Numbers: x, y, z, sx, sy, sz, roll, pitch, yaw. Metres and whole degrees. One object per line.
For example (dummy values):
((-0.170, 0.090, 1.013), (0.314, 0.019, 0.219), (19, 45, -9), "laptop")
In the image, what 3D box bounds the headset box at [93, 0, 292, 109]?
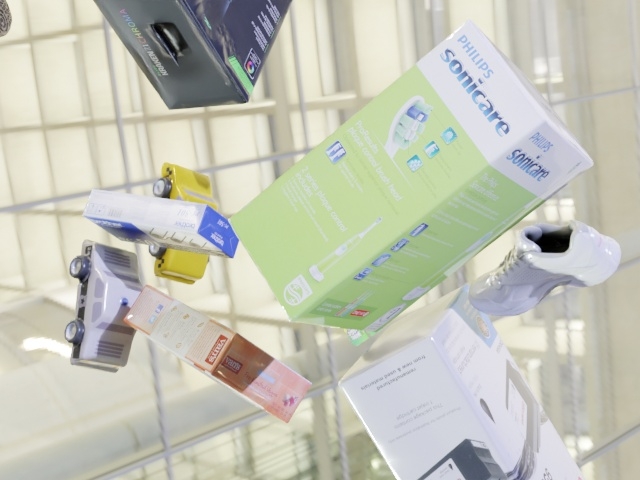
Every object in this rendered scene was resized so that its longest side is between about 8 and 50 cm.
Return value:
((-0.159, -0.339, 1.391), (0.131, 0.283, 0.246), (0, -38, 29), "headset box")

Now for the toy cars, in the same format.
((-0.248, 0.030, 1.627), (0.087, 0.394, 0.176), (-12, -61, 41), "toy cars")

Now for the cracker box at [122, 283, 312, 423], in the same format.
((-0.140, 0.149, 1.452), (0.232, 0.155, 0.067), (20, -106, 50), "cracker box")

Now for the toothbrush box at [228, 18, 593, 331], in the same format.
((0.090, -0.045, 1.019), (0.283, 0.206, 0.122), (-38, -111, 17), "toothbrush box")

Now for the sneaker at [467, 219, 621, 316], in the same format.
((0.291, 0.026, 1.522), (0.232, 0.115, 0.090), (-28, -143, 32), "sneaker")

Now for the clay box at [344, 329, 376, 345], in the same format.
((0.049, 0.047, 1.724), (0.222, 0.053, 0.127), (67, -26, 10), "clay box")

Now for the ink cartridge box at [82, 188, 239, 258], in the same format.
((-0.222, -0.024, 1.527), (0.207, 0.097, 0.046), (8, -108, 31), "ink cartridge box")

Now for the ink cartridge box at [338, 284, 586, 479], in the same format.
((0.227, 0.298, 1.607), (0.166, 0.285, 0.395), (-30, -88, 22), "ink cartridge box")

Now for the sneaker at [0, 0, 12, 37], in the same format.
((-0.421, -0.253, 1.269), (0.071, 0.188, 0.066), (-11, -67, 10), "sneaker")
